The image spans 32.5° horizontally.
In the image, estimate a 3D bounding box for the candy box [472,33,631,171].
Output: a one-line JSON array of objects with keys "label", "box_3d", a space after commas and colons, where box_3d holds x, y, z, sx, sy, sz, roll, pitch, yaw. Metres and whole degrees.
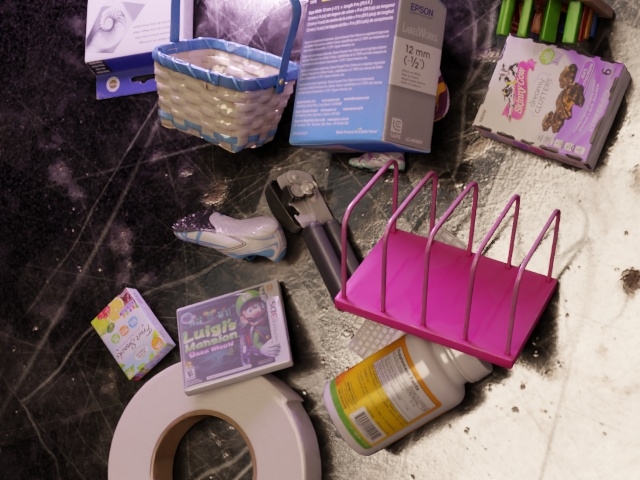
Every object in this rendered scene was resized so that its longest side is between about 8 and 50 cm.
[{"label": "candy box", "box_3d": [0.364, -0.220, 1.738, 0.196, 0.070, 0.164, 21, 90, 26]}]

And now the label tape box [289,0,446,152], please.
[{"label": "label tape box", "box_3d": [0.081, -0.319, 1.794, 0.249, 0.115, 0.347, 5, 86, 52]}]

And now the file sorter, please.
[{"label": "file sorter", "box_3d": [0.195, 0.020, 1.654, 0.291, 0.202, 0.182, 18, 133, 22]}]

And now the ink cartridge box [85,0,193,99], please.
[{"label": "ink cartridge box", "box_3d": [-0.348, -0.395, 2.101, 0.223, 0.045, 0.223, -6, 79, 23]}]

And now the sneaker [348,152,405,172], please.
[{"label": "sneaker", "box_3d": [0.099, -0.153, 1.867, 0.098, 0.038, 0.069, 5, 81, 15]}]

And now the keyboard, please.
[{"label": "keyboard", "box_3d": [0.143, 0.094, 1.814, 0.072, 0.014, 0.256, 38, 97, 25]}]

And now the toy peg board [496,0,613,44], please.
[{"label": "toy peg board", "box_3d": [0.357, -0.346, 1.720, 0.161, 0.161, 0.079, 14, 96, 25]}]

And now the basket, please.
[{"label": "basket", "box_3d": [-0.166, -0.319, 1.903, 0.255, 0.201, 0.288, 25, 123, 25]}]

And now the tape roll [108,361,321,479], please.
[{"label": "tape roll", "box_3d": [-0.184, 0.394, 1.877, 0.392, 0.072, 0.391, -4, 79, 24]}]

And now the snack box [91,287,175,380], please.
[{"label": "snack box", "box_3d": [-0.343, 0.170, 2.004, 0.100, 0.037, 0.141, -44, 67, 12]}]

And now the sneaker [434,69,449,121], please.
[{"label": "sneaker", "box_3d": [0.167, -0.290, 1.832, 0.070, 0.084, 0.185, -14, 75, 21]}]

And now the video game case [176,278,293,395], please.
[{"label": "video game case", "box_3d": [-0.149, 0.164, 1.873, 0.191, 0.022, 0.173, -17, 51, 8]}]

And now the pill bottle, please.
[{"label": "pill bottle", "box_3d": [0.140, 0.224, 1.725, 0.246, 0.136, 0.136, -33, 69, 15]}]

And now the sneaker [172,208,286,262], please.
[{"label": "sneaker", "box_3d": [-0.165, -0.003, 1.937, 0.237, 0.085, 0.086, 7, 124, 34]}]

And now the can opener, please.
[{"label": "can opener", "box_3d": [0.000, 0.000, 1.874, 0.280, 0.074, 0.093, 61, 140, 22]}]
